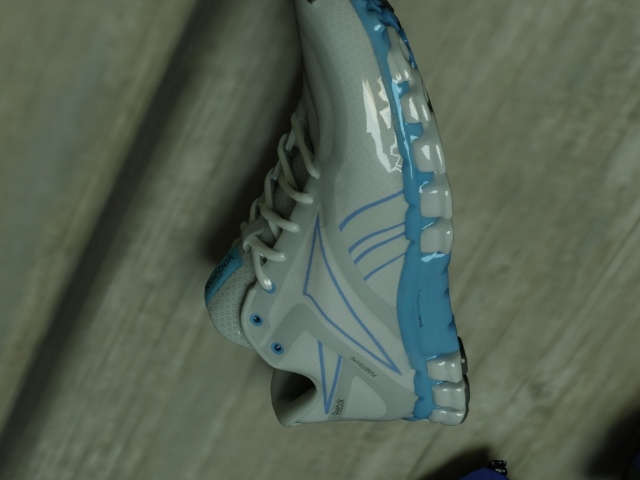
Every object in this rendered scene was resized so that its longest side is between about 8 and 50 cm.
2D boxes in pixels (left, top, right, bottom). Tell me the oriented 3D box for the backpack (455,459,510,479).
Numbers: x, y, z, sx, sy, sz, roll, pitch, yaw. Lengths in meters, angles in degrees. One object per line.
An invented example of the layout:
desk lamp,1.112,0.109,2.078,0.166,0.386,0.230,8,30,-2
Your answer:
backpack,0.070,0.173,0.602,0.098,0.101,0.120,-29,134,14

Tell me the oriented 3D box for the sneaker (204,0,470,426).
sneaker,0.000,0.000,0.461,0.083,0.071,0.190,-12,130,-2

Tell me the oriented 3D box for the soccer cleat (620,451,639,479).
soccer cleat,0.230,0.167,0.656,0.121,0.093,0.289,-36,130,3
